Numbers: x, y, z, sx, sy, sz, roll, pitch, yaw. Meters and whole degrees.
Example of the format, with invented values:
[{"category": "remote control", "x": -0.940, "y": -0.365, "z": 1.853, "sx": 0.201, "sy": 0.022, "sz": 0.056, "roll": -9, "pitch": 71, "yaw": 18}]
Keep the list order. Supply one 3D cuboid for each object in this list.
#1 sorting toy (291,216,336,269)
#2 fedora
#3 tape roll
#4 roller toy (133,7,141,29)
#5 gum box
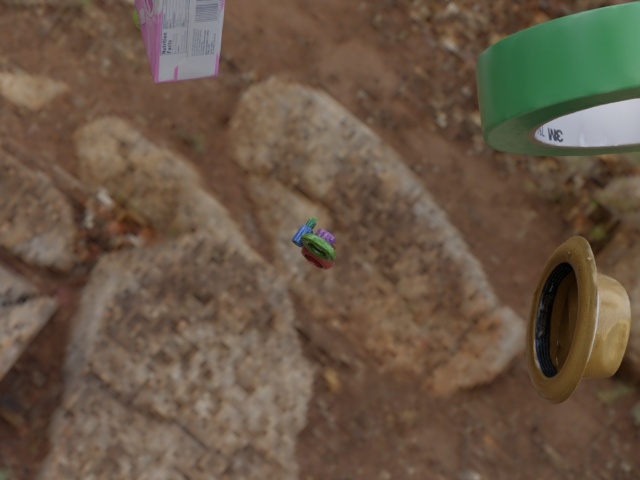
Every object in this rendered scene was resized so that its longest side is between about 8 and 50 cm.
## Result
[{"category": "sorting toy", "x": 0.000, "y": 0.000, "z": 2.016, "sx": 0.061, "sy": 0.042, "sz": 0.102, "roll": 34, "pitch": -15, "yaw": 4}, {"category": "fedora", "x": 0.296, "y": 0.094, "z": 1.797, "sx": 0.079, "sy": 0.194, "sz": 0.194, "roll": 11, "pitch": 24, "yaw": -13}, {"category": "tape roll", "x": 0.306, "y": -0.146, "z": 1.484, "sx": 0.321, "sy": 0.321, "sz": 0.077, "roll": 10, "pitch": 72, "yaw": -60}, {"category": "roller toy", "x": -0.135, "y": -0.336, "z": 1.698, "sx": 0.146, "sy": 0.191, "sz": 0.209, "roll": 41, "pitch": 35, "yaw": -12}, {"category": "gum box", "x": -0.128, "y": -0.240, "z": 1.451, "sx": 0.062, "sy": 0.188, "sz": 0.107, "roll": -7, "pitch": 53, "yaw": -15}]
